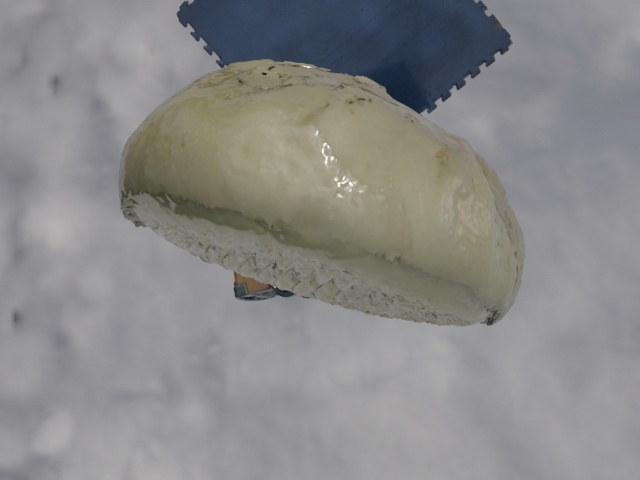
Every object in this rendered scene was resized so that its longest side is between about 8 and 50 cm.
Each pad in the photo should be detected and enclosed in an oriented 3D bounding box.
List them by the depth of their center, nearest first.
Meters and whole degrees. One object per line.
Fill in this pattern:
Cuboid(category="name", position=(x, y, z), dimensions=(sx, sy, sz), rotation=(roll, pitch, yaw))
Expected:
Cuboid(category="pad", position=(0.025, -0.227, 1.867), dimensions=(0.269, 0.269, 0.012), rotation=(-36, 14, 17))

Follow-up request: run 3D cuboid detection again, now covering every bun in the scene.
Cuboid(category="bun", position=(0.009, -0.036, 1.145), dimensions=(0.287, 0.287, 0.146), rotation=(9, 82, 52))

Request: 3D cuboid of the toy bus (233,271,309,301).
Cuboid(category="toy bus", position=(0.000, 0.000, 1.747), dimensions=(0.182, 0.091, 0.103), rotation=(-14, 82, 18))
